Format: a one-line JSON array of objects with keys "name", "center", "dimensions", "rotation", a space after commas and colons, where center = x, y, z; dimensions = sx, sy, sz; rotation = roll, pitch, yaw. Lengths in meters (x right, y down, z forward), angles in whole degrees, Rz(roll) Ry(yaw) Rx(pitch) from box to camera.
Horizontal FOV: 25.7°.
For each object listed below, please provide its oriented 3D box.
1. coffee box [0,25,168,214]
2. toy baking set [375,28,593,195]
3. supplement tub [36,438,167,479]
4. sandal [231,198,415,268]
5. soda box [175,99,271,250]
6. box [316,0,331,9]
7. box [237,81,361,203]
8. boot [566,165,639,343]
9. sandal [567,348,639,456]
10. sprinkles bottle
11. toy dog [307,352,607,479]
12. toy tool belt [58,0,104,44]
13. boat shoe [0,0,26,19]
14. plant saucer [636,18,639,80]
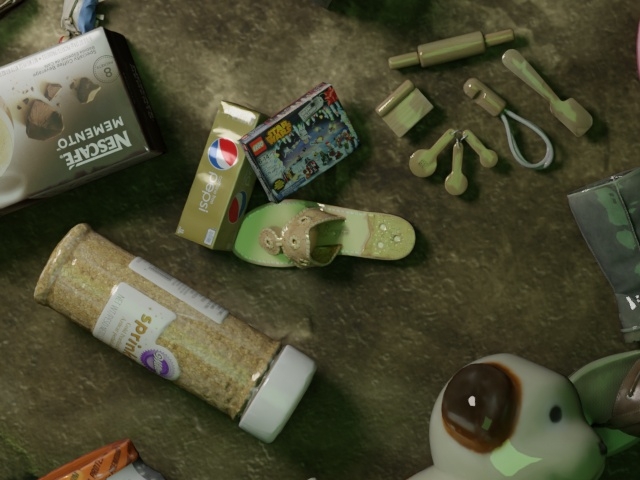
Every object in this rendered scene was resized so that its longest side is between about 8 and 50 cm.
[{"name": "coffee box", "center": [-0.364, -0.135, 1.765], "dimensions": [0.297, 0.119, 0.168], "rotation": [-20, 91, 5]}, {"name": "toy baking set", "center": [0.203, -0.168, 1.775], "dimensions": [0.256, 0.030, 0.197], "rotation": [-17, 95, 5]}, {"name": "supplement tub", "center": [-0.239, 0.421, 1.752], "dimensions": [0.193, 0.193, 0.316], "rotation": [-25, 92, 5]}, {"name": "sandal", "center": [0.000, -0.007, 1.769], "dimensions": [0.240, 0.079, 0.088], "rotation": [1, 94, 4]}, {"name": "soda box", "center": [-0.118, -0.081, 1.775], "dimensions": [0.058, 0.061, 0.181], "rotation": [22, 95, 21]}, {"name": "box", "center": [-0.101, -0.395, 1.711], "dimensions": [0.290, 0.169, 0.087], "rotation": [30, 97, 0]}, {"name": "box", "center": [-0.025, -0.122, 1.751], "dimensions": [0.137, 0.027, 0.094], "rotation": [-36, 116, -15]}, {"name": "boot", "center": [0.426, 0.008, 1.754], "dimensions": [0.189, 0.076, 0.209], "rotation": [-17, 85, 2]}, {"name": "sandal", "center": [0.420, 0.187, 1.746], "dimensions": [0.302, 0.086, 0.120], "rotation": [-24, 91, 11]}, {"name": "sprinkles bottle", "center": [-0.182, 0.116, 1.768], "dimensions": [0.355, 0.121, 0.121], "rotation": [31, 95, 2]}, {"name": "toy dog", "center": [0.186, 0.332, 1.696], "dimensions": [0.395, 0.284, 0.408], "rotation": [38, 106, 38]}, {"name": "toy tool belt", "center": [-0.302, -0.279, 1.787], "dimensions": [0.051, 0.052, 0.083], "rotation": [11, 95, 11]}, {"name": "boat shoe", "center": [-0.473, -0.243, 1.780], "dimensions": [0.095, 0.095, 0.257], "rotation": [41, 95, -5]}, {"name": "plant saucer", "center": [0.550, -0.235, 1.719], "dimensions": [0.332, 0.084, 0.332], "rotation": [0, 93, 3]}]
